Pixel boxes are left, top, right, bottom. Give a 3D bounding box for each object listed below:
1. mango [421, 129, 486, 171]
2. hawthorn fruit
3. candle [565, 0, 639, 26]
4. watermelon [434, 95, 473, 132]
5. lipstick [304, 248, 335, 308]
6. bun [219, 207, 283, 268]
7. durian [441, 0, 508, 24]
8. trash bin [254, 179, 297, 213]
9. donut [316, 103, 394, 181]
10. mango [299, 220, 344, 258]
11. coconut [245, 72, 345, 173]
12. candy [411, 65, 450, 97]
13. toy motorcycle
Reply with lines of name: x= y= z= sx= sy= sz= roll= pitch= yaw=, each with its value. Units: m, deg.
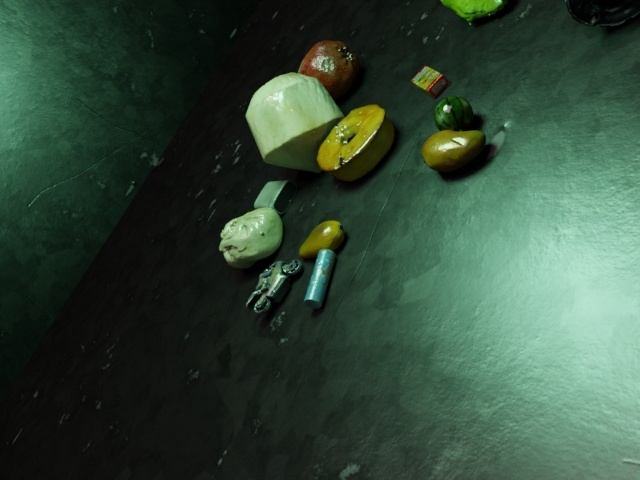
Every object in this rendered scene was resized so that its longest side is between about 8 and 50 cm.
mango: x=0.315 y=-0.214 z=1.512 sx=0.115 sy=0.089 sz=0.165 roll=-51 pitch=32 yaw=-17
hawthorn fruit: x=0.011 y=-0.572 z=2.202 sx=0.253 sy=0.205 sz=0.205 roll=-36 pitch=33 yaw=39
candle: x=0.633 y=-0.632 z=1.421 sx=0.187 sy=0.187 sz=0.330 roll=-26 pitch=39 yaw=38
watermelon: x=0.331 y=-0.305 z=1.570 sx=0.109 sy=0.109 sz=0.109 roll=-34 pitch=35 yaw=28
lipstick: x=-0.001 y=0.098 z=1.645 sx=0.048 sy=0.048 sz=0.157 roll=-19 pitch=43 yaw=43
bun: x=-0.226 y=-0.015 z=1.983 sx=0.229 sy=0.145 sz=0.229 roll=-37 pitch=34 yaw=31
durian: x=0.420 y=-0.797 z=1.831 sx=0.256 sy=0.340 sz=0.204 roll=-46 pitch=0 yaw=-38
trash bin: x=-0.149 y=-0.143 z=2.091 sx=0.130 sy=0.059 sz=0.116 roll=5 pitch=60 yaw=56
donut: x=0.102 y=-0.286 z=1.844 sx=0.253 sy=0.118 sz=0.253 roll=-37 pitch=34 yaw=30
mango: x=0.000 y=0.000 z=1.739 sx=0.187 sy=0.066 sz=0.101 roll=-30 pitch=35 yaw=47
coconut: x=-0.074 y=-0.357 z=2.014 sx=0.329 sy=0.329 sz=0.328 roll=-34 pitch=35 yaw=28
candy: x=0.314 y=-0.454 z=1.809 sx=0.062 sy=0.038 sz=0.122 roll=-46 pitch=31 yaw=10
toy motorcycle: x=-0.137 y=0.122 z=1.791 sx=0.193 sy=0.061 sz=0.124 roll=-51 pitch=36 yaw=-9
